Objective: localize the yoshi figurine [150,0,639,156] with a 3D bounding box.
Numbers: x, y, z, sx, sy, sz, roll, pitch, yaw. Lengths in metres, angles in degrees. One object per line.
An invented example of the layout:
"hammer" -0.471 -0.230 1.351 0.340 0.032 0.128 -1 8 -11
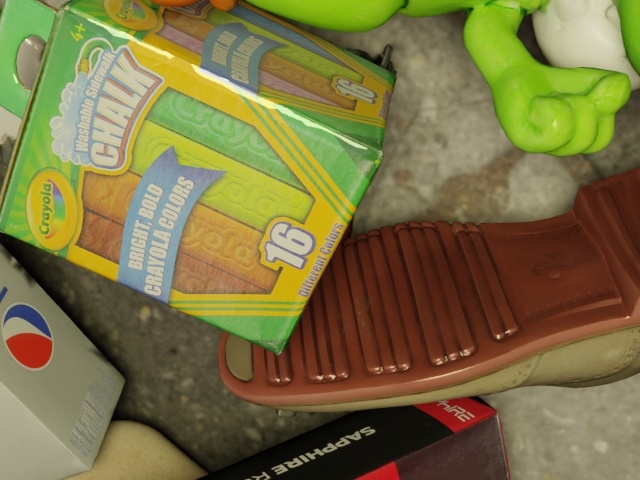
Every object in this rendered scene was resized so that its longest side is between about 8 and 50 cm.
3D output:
"yoshi figurine" 0.102 -0.147 0.431 0.362 0.203 0.204 14 140 -10

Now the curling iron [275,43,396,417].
"curling iron" 0.000 0.000 0.618 0.035 0.068 0.274 19 112 8

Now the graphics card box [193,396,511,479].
"graphics card box" -0.035 0.262 0.582 0.370 0.094 0.233 -17 106 -22

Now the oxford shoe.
"oxford shoe" 0.112 0.060 0.568 0.348 0.123 0.130 -12 137 10

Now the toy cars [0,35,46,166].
"toy cars" -0.234 -0.066 0.637 0.393 0.087 0.177 -4 118 9

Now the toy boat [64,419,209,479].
"toy boat" -0.135 0.258 0.701 0.231 0.151 0.151 42 140 -2

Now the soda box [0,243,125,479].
"soda box" -0.259 0.045 0.597 0.098 0.091 0.286 -22 121 21

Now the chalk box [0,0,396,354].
"chalk box" -0.083 -0.061 0.495 0.213 0.132 0.132 23 118 -4
